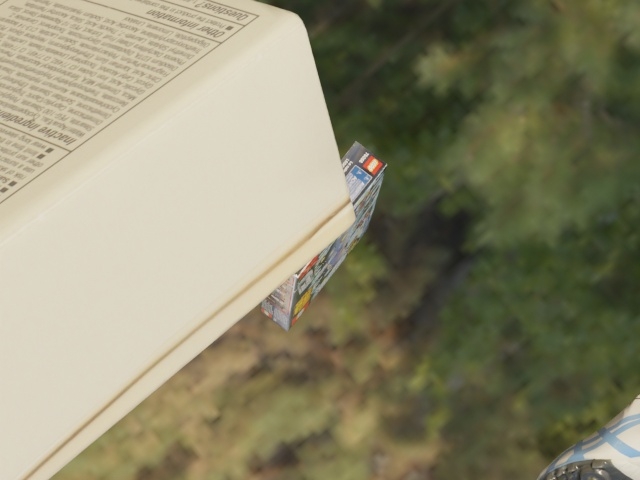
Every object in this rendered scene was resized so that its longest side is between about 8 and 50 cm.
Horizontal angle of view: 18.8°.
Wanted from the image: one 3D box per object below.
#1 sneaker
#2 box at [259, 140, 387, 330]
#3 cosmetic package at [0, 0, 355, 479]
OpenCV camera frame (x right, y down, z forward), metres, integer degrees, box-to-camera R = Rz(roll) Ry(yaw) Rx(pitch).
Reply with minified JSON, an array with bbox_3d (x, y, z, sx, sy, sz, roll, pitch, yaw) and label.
[{"bbox_3d":[0.232,0.116,1.217,0.237,0.085,0.086,-38,-160,35],"label":"sneaker"},{"bbox_3d":[0.000,0.000,1.236,0.094,0.027,0.137,-51,172,-15],"label":"box"},{"bbox_3d":[-0.150,0.014,0.772,0.309,0.160,0.113,-40,132,-29],"label":"cosmetic package"}]
